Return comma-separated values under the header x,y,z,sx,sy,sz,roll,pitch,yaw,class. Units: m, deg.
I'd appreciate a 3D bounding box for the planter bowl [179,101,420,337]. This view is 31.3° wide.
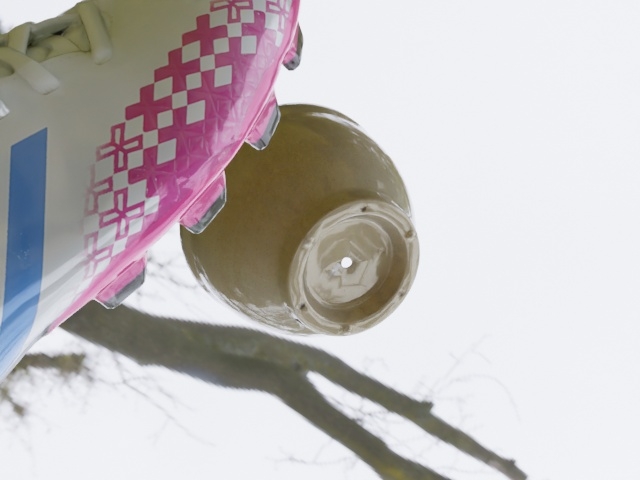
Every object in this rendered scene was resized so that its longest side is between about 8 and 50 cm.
x,y,z,sx,sy,sz,roll,pitch,yaw,class
0.000,0.000,0.768,0.162,0.162,0.109,-50,-144,0,planter bowl

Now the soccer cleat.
x,y,z,sx,sy,sz,roll,pitch,yaw,class
-0.135,-0.024,0.431,0.116,0.143,0.331,14,-118,53,soccer cleat
